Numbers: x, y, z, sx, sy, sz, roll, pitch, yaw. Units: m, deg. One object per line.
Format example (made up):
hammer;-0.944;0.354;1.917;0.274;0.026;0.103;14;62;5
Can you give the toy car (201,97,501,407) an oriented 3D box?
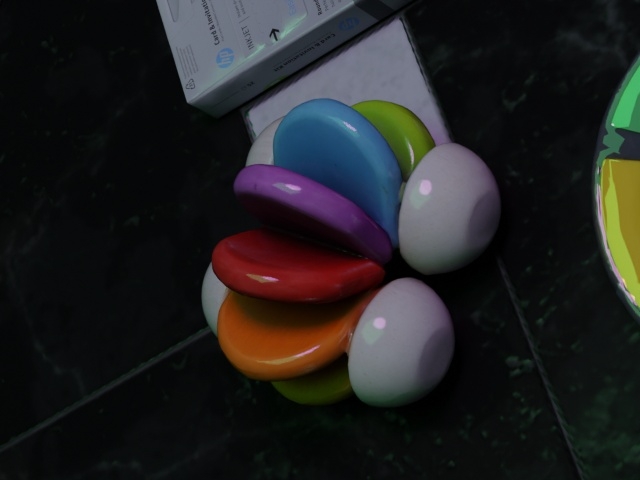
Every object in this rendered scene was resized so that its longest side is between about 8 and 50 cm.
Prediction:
toy car;0.000;0.000;1.099;0.159;0.136;0.182;17;85;35

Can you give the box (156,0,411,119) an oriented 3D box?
box;-0.020;-0.183;1.228;0.186;0.038;0.145;-30;61;21

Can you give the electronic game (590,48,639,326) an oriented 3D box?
electronic game;0.245;-0.034;0.998;0.229;0.048;0.229;-7;77;33
